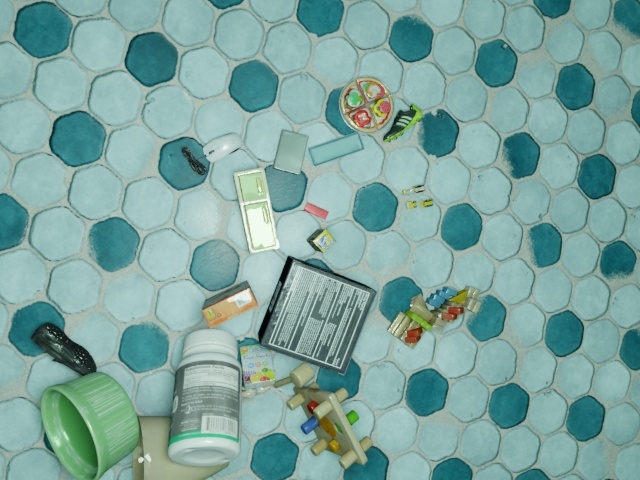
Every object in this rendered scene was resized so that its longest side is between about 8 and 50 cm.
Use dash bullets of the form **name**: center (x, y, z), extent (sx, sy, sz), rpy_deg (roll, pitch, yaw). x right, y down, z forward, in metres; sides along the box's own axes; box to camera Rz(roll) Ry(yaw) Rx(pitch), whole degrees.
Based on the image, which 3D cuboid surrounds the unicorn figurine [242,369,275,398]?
- **unicorn figurine**: center (-0.224, 0.493, 1.693), extent (0.111, 0.162, 0.060), rpy_deg (-7, 99, 17)

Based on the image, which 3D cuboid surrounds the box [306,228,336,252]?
- **box**: center (0.000, 0.000, 1.680), extent (0.059, 0.169, 0.054), rpy_deg (-43, 98, -6)

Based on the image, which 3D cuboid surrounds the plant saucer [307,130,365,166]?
- **plant saucer**: center (0.054, -0.315, 1.758), extent (0.192, 0.018, 0.067), rpy_deg (-21, 95, -10)

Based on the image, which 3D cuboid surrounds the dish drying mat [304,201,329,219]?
- **dish drying mat**: center (-0.014, -0.102, 1.756), extent (0.083, 0.008, 0.032), rpy_deg (24, 88, -11)

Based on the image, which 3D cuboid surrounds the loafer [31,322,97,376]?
- **loafer**: center (-0.801, 0.352, 1.596), extent (0.078, 0.076, 0.223), rpy_deg (-41, 103, 12)

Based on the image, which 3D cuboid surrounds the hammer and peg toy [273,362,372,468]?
- **hammer and peg toy**: center (0.001, 0.548, 1.666), extent (0.127, 0.266, 0.361), rpy_deg (-30, 96, -31)

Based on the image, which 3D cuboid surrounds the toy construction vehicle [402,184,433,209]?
- **toy construction vehicle**: center (0.344, -0.153, 1.811), extent (0.098, 0.035, 0.085), rpy_deg (-16, 106, -7)

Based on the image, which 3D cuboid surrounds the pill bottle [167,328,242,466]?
- **pill bottle**: center (-0.338, 0.466, 1.534), extent (0.204, 0.204, 0.360), rpy_deg (3, 50, -11)

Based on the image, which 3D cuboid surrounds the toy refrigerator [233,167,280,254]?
- **toy refrigerator**: center (-0.211, -0.096, 1.677), extent (0.102, 0.094, 0.269), rpy_deg (-11, 93, -10)

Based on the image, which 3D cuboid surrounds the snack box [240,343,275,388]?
- **snack box**: center (-0.208, 0.411, 1.677), extent (0.100, 0.141, 0.037), rpy_deg (-5, 136, -11)

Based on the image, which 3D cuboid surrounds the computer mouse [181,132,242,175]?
- **computer mouse**: center (-0.347, -0.297, 1.672), extent (0.193, 0.042, 0.106), rpy_deg (-31, 96, -8)

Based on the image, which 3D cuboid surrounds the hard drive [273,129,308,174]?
- **hard drive**: center (-0.100, -0.299, 1.727), extent (0.094, 0.022, 0.135), rpy_deg (13, 89, -10)

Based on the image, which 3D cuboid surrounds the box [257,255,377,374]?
- **box**: center (-0.017, 0.241, 1.677), extent (0.294, 0.183, 0.296), rpy_deg (22, 89, -9)

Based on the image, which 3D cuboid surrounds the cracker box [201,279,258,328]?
- **cracker box**: center (-0.284, 0.195, 1.601), extent (0.156, 0.232, 0.067), rpy_deg (-26, 95, -9)

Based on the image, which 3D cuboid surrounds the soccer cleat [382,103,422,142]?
- **soccer cleat**: center (0.277, -0.408, 1.780), extent (0.179, 0.060, 0.072), rpy_deg (-39, 88, -14)

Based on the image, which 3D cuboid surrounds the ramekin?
- **ramekin**: center (-0.677, 0.541, 1.512), extent (0.148, 0.304, 0.303), rpy_deg (-23, 98, -51)

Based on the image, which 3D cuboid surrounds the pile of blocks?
- **pile of blocks**: center (0.411, 0.249, 1.792), extent (0.362, 0.113, 0.148), rpy_deg (-30, 97, -9)

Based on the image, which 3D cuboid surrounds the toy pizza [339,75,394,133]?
- **toy pizza**: center (0.164, -0.472, 1.765), extent (0.202, 0.032, 0.201), rpy_deg (0, 92, -10)

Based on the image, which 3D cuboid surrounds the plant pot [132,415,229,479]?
- **plant pot**: center (-0.431, 0.668, 1.600), extent (0.274, 0.256, 0.256), rpy_deg (2, 91, -26)
